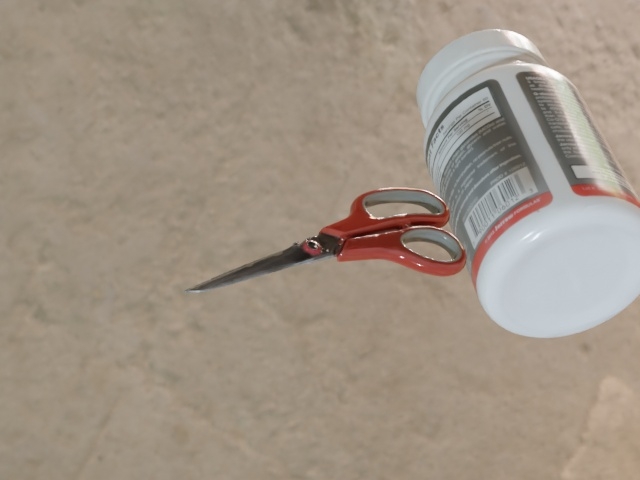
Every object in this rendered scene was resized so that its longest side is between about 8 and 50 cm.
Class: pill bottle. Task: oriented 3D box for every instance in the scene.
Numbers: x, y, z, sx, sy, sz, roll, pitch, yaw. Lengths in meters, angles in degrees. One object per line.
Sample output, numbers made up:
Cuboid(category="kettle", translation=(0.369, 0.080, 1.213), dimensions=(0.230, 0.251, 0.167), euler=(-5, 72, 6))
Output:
Cuboid(category="pill bottle", translation=(0.242, -0.080, 1.590), dimensions=(0.210, 0.210, 0.363), euler=(19, 36, -30))

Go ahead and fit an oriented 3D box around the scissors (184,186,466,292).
Cuboid(category="scissors", translation=(0.000, 0.000, 1.163), dimensions=(0.297, 0.021, 0.109), euler=(-5, 49, -30))
